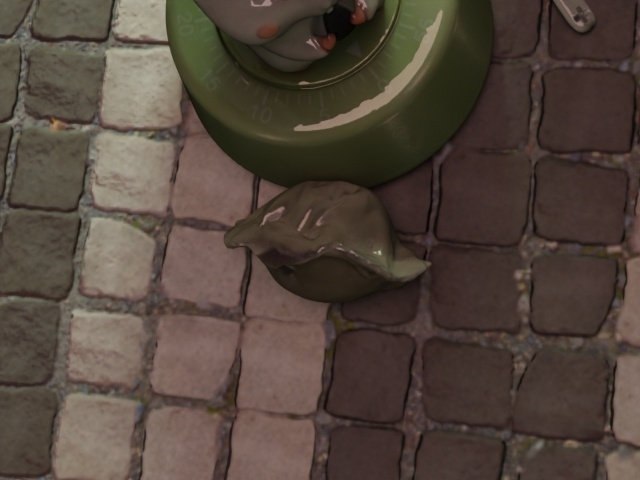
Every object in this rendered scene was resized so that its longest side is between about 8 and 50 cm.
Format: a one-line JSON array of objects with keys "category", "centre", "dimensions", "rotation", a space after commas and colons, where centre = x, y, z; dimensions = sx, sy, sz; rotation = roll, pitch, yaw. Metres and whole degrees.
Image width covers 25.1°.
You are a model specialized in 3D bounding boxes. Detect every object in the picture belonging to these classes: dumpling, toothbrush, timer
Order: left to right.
[{"category": "timer", "centre": [-0.016, -0.209, 1.181], "dimensions": [0.291, 0.315, 0.291], "rotation": [-2, 80, 12]}, {"category": "dumpling", "centre": [0.000, 0.000, 1.232], "dimensions": [0.188, 0.127, 0.108], "rotation": [16, 93, 22]}, {"category": "toothbrush", "centre": [0.156, -0.307, 1.312], "dimensions": [0.030, 0.030, 0.304], "rotation": [-36, 76, 4]}]
